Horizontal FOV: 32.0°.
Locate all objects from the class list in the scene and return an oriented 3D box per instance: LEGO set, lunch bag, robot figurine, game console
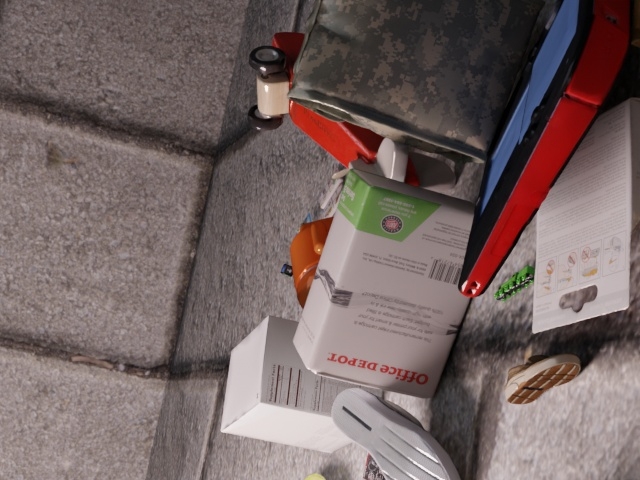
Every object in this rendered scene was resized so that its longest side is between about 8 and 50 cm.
[{"bbox_3d":[0.000,0.000,2.190,0.244,0.060,0.182,-58,20,22],"label":"LEGO set"},{"bbox_3d":[0.115,-0.254,1.504,0.169,0.287,0.235,-154,83,-83],"label":"lunch bag"},{"bbox_3d":[0.016,0.055,1.940,0.158,0.128,0.219,-60,25,33],"label":"robot figurine"},{"bbox_3d":[0.256,-0.159,1.302,0.342,0.060,0.386,-63,2,35],"label":"game console"}]

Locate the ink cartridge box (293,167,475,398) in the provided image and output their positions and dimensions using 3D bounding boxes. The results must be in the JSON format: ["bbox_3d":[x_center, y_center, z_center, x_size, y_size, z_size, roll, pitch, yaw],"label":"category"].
[{"bbox_3d":[0.100,0.061,1.562,0.115,0.198,0.272,-129,56,-68],"label":"ink cartridge box"}]

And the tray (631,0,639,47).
[{"bbox_3d":[0.447,-0.310,1.020,0.411,0.076,0.202,171,112,-70],"label":"tray"}]

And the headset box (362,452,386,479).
[{"bbox_3d":[0.093,0.329,1.642,0.083,0.032,0.062,178,106,-72],"label":"headset box"}]

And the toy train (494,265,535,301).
[{"bbox_3d":[0.247,0.055,1.423,0.083,0.017,0.023,-45,25,58],"label":"toy train"}]

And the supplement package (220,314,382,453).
[{"bbox_3d":[-0.029,0.237,1.804,0.194,0.203,0.149,136,144,-57],"label":"supplement package"}]

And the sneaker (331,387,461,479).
[{"bbox_3d":[0.121,0.279,1.520,0.258,0.091,0.094,41,112,47],"label":"sneaker"}]

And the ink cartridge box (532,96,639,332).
[{"bbox_3d":[0.310,-0.021,1.251,0.189,0.066,0.232,148,125,-65],"label":"ink cartridge box"}]

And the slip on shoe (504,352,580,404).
[{"bbox_3d":[0.252,0.149,1.284,0.135,0.051,0.041,120,155,-60],"label":"slip on shoe"}]

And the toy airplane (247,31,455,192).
[{"bbox_3d":[0.089,-0.197,1.780,0.386,0.272,0.384,-12,102,61],"label":"toy airplane"}]

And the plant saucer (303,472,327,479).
[{"bbox_3d":[-0.012,0.502,1.814,0.241,0.037,0.240,-165,90,-71],"label":"plant saucer"}]
